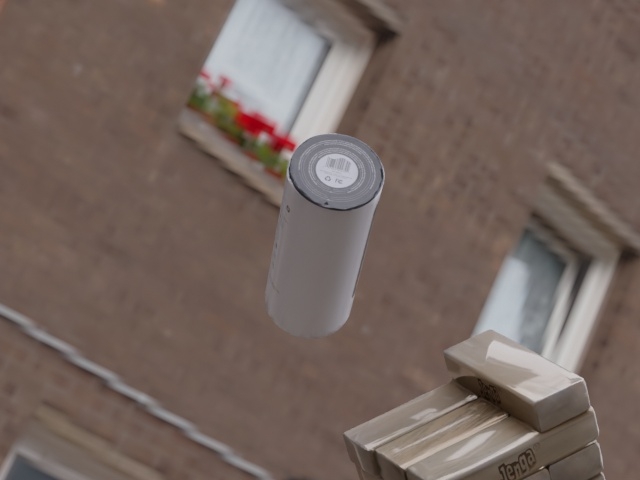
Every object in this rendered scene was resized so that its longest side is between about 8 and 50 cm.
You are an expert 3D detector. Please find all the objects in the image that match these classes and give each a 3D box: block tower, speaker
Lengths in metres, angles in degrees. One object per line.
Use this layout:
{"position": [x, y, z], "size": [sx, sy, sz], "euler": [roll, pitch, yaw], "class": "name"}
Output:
{"position": [0.107, 0.218, 0.928], "size": [0.091, 0.097, 0.335], "euler": [27, -44, 60], "class": "block tower"}
{"position": [0.000, 0.000, 1.082], "size": [0.055, 0.055, 0.136], "euler": [22, -36, 7], "class": "speaker"}
